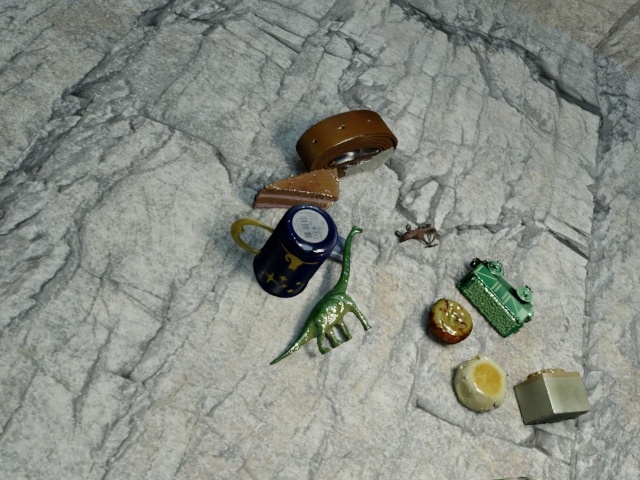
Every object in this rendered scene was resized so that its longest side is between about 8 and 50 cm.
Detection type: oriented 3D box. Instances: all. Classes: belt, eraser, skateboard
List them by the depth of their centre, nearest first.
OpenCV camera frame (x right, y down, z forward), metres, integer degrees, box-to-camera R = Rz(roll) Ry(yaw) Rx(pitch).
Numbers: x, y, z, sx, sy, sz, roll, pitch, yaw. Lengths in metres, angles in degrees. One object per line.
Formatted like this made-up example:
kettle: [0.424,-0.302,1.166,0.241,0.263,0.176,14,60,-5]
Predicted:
eraser: [0.000,0.000,1.949,0.225,0.036,0.082,22,29,-11]
belt: [0.092,-0.306,2.088,0.338,0.217,0.122,-16,62,-28]
skateboard: [0.328,-0.012,2.115,0.151,0.067,0.080,-7,73,-33]

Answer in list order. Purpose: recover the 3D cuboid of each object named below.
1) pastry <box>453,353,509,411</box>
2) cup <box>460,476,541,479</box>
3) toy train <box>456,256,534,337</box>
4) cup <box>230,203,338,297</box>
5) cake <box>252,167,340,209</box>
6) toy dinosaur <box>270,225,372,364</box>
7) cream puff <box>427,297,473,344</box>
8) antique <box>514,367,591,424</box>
pastry: [0.473,0.421,1.891,0.165,0.088,0.166,12,56,-19]
cup: [0.437,0.700,1.582,0.253,0.274,0.253,12,56,-18]
toy train: [0.575,0.171,2.079,0.269,0.115,0.154,49,48,8]
cup: [-0.106,0.025,1.761,0.254,0.256,0.179,1,60,-23]
cake: [-0.066,-0.140,1.970,0.295,0.116,0.113,-10,65,-30]
toy dinosaur: [0.006,0.154,1.819,0.447,0.087,0.301,-22,81,-28]
cream puff: [0.390,0.250,1.962,0.149,0.084,0.149,14,51,-18]
antique: [0.690,0.466,1.926,0.146,0.152,0.148,2,62,-22]
